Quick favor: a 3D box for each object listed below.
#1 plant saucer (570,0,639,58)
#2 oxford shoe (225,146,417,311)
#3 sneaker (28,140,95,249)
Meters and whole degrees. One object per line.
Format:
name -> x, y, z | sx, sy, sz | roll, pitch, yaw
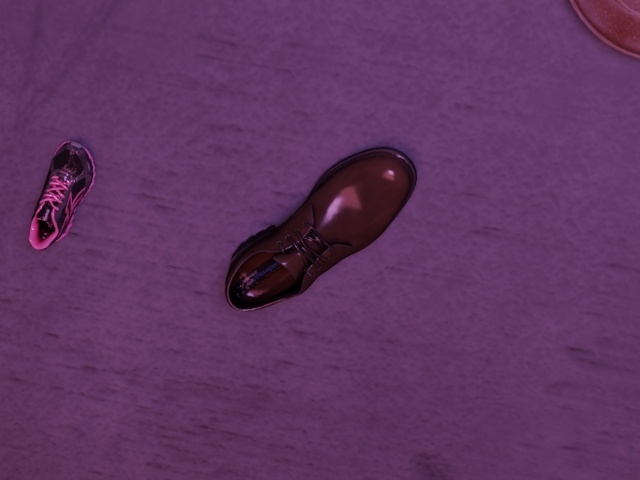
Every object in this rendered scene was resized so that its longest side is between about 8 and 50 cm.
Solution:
plant saucer -> 0.299, -0.245, 1.007 | 0.199, 0.036, 0.198 | 4, 119, 8
oxford shoe -> 0.000, 0.000, 1.149 | 0.227, 0.096, 0.083 | -41, 101, 22
sneaker -> -0.258, -0.040, 1.196 | 0.047, 0.057, 0.119 | 24, 116, 1
